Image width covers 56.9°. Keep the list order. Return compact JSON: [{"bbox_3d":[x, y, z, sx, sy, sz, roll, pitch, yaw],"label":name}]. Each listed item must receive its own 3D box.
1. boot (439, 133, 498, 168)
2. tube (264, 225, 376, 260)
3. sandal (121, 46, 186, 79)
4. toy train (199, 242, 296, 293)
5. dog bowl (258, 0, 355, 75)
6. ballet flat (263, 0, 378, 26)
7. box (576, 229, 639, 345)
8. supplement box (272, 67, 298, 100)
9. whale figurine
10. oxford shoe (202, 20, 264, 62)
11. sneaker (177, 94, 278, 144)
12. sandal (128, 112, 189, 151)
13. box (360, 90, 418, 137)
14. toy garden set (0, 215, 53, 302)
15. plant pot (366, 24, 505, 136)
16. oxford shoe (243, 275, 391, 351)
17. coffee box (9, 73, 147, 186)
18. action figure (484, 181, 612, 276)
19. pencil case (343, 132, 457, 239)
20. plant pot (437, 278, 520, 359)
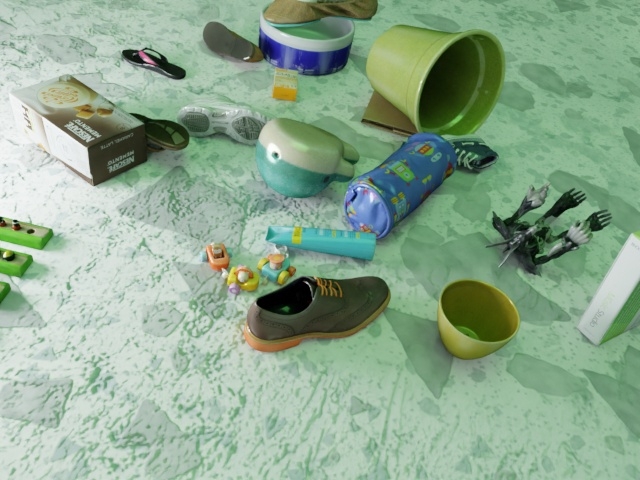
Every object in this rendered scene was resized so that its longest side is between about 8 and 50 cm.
[{"bbox_3d":[0.330,-0.202,1.382,0.190,0.069,0.086,-17,48,-29],"label":"boot"},{"bbox_3d":[0.000,0.000,1.118,0.207,0.052,0.080,7,15,-2],"label":"tube"},{"bbox_3d":[-0.421,-0.460,1.499,0.179,0.040,0.067,23,45,11],"label":"sandal"},{"bbox_3d":[-0.126,0.032,1.055,0.166,0.046,0.125,-6,47,-18],"label":"toy train"},{"bbox_3d":[-0.041,-0.574,1.658,0.265,0.104,0.265,7,43,-6],"label":"dog bowl"},{"bbox_3d":[0.010,-0.652,1.583,0.342,0.124,0.116,-11,48,-23],"label":"ballet flat"},{"bbox_3d":[0.632,0.049,1.075,0.322,0.232,0.058,-17,46,-28],"label":"box"},{"bbox_3d":[-0.091,-0.402,1.518,0.062,0.036,0.098,6,43,-7],"label":"supplement box"},{"bbox_3d":[-0.025,-0.167,1.247,0.216,0.141,0.272,33,23,20],"label":"whale figurine"},{"bbox_3d":[-0.241,-0.533,1.612,0.212,0.076,0.076,37,19,27],"label":"oxford shoe"},{"bbox_3d":[-0.199,-0.288,1.342,0.232,0.090,0.115,10,40,-4],"label":"sneaker"},{"bbox_3d":[-0.365,-0.221,1.260,0.219,0.060,0.090,17,36,25],"label":"sandal"},{"bbox_3d":[0.204,-0.337,1.529,0.164,0.021,0.201,17,44,5],"label":"box"},{"bbox_3d":[-0.592,0.030,0.950,0.204,0.049,0.244,13,43,1],"label":"toy garden set"},{"bbox_3d":[0.254,-0.400,1.430,0.276,0.276,0.254,-19,40,-29],"label":"plant pot"},{"bbox_3d":[0.008,0.103,0.974,0.271,0.098,0.097,-17,51,-27],"label":"oxford shoe"},{"bbox_3d":[-0.491,-0.230,1.205,0.246,0.098,0.141,34,48,22],"label":"coffee box"},{"bbox_3d":[0.459,-0.035,1.192,0.275,0.141,0.164,-21,64,-32],"label":"action figure"},{"bbox_3d":[0.167,-0.126,1.230,0.133,0.119,0.306,44,49,7],"label":"pencil case"},{"bbox_3d":[0.252,0.145,0.989,0.134,0.095,0.134,6,44,-6],"label":"plant pot"}]
